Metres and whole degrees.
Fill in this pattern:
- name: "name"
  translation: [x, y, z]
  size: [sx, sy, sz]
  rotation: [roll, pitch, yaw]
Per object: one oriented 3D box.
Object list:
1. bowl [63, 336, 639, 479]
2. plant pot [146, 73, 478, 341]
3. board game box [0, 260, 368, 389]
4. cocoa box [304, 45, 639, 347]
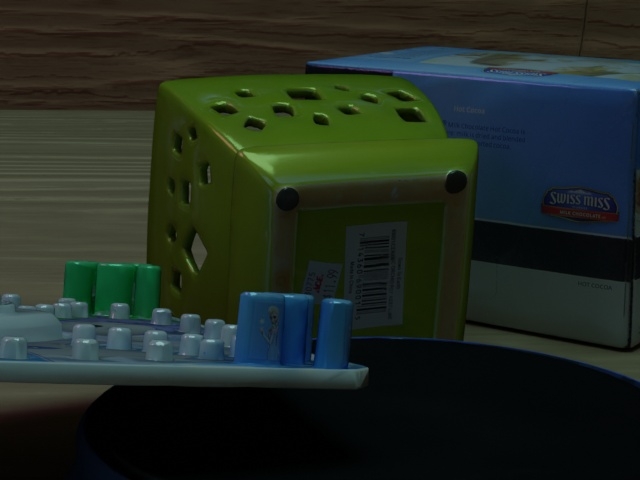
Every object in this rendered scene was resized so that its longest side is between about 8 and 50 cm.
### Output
- name: "bowl"
  translation: [0.040, 0.137, 0.951]
  size: [0.391, 0.077, 0.391]
  rotation: [0, 12, 0]
- name: "plant pot"
  translation: [0.000, 0.000, 1.267]
  size: [0.227, 0.228, 0.207]
  rotation: [-3, 18, -22]
- name: "board game box"
  translation: [-0.224, 0.037, 0.961]
  size: [0.390, 0.050, 0.390]
  rotation: [3, 1, -24]
- name: "cocoa box"
  translation: [0.183, -0.057, 1.507]
  size: [0.347, 0.228, 0.231]
  rotation: [9, 14, 35]
